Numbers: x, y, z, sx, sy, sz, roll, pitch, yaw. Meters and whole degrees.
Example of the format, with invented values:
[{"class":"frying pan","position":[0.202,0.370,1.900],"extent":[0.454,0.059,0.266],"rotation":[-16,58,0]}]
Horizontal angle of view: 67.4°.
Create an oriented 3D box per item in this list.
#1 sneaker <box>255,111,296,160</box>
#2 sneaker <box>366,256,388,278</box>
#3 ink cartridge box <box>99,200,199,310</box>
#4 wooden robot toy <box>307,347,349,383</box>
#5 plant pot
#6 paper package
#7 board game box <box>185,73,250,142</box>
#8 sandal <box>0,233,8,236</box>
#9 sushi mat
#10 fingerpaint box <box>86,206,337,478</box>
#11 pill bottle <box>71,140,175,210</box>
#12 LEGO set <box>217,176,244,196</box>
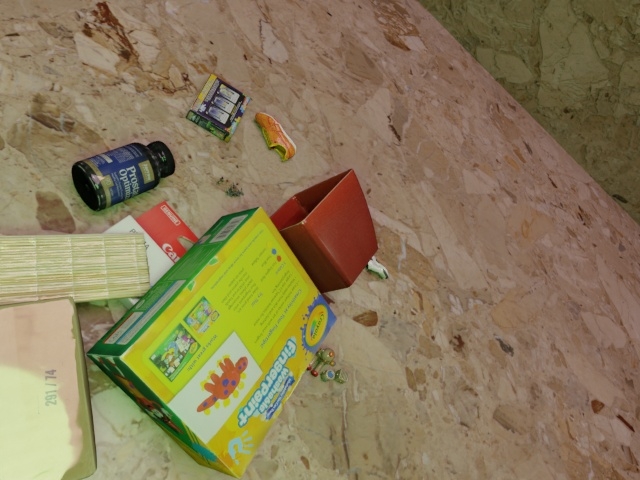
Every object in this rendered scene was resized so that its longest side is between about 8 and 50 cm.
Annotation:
[{"class":"sneaker","position":[-0.148,-0.329,1.506],"extent":[0.175,0.064,0.067],"rotation":[49,60,0]},{"class":"sneaker","position":[0.172,0.087,1.529],"extent":[0.109,0.040,0.044],"rotation":[45,67,-2]},{"class":"ink cartridge box","position":[-0.371,0.063,1.158],"extent":[0.296,0.066,0.261],"rotation":[48,51,-4]},{"class":"wooden robot toy","position":[0.013,0.322,1.274],"extent":[0.173,0.079,0.076],"rotation":[44,51,-7]},{"class":"plant pot","position":[0.000,0.000,1.329],"extent":[0.236,0.267,0.267],"rotation":[55,49,-16]},{"class":"paper package","position":[-0.570,0.287,0.827],"extent":[0.309,0.168,0.325],"rotation":[-7,78,-36]},{"class":"board game box","position":[-0.305,-0.399,1.444],"extent":[0.141,0.048,0.170],"rotation":[29,55,-16]},{"class":"sandal","position":[-0.650,0.089,0.949],"extent":[0.088,0.079,0.240],"rotation":[4,65,-32]},{"class":"sushi mat","position":[-0.516,0.057,1.000],"extent":[0.316,0.019,0.152],"rotation":[-2,68,-38]},{"class":"fingerpaint box","position":[-0.202,0.209,1.067],"extent":[0.371,0.163,0.445],"rotation":[57,47,-24]},{"class":"pill bottle","position":[-0.472,-0.166,1.168],"extent":[0.219,0.123,0.123],"rotation":[-34,88,-39]},{"class":"LEGO set","position":[-0.257,-0.148,1.371],"extent":[0.083,0.023,0.054],"rotation":[44,47,10]}]
